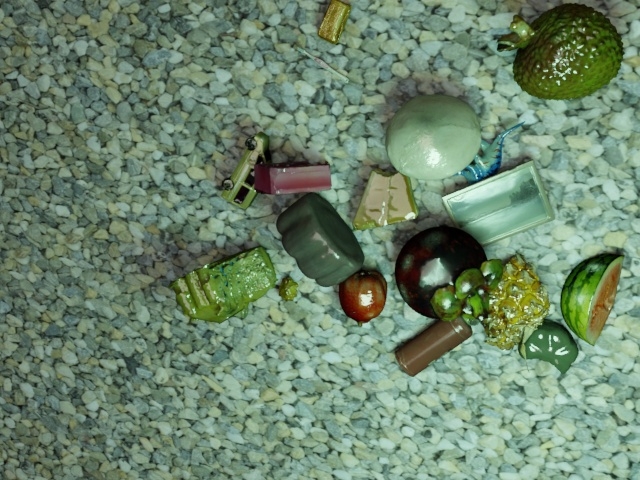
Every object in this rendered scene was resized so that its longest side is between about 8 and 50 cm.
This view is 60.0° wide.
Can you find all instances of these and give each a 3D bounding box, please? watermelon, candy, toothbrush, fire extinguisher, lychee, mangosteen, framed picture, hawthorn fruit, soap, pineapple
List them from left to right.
[{"bbox_3d":[-0.073,-0.205,1.783,0.250,0.162,0.099,-8,100,-27],"label":"soap"},{"bbox_3d":[0.009,-0.570,1.795,0.204,0.022,0.017,35,108,3],"label":"toothbrush"},{"bbox_3d":[0.139,0.189,1.824,0.169,0.169,0.187,5,105,13],"label":"hawthorn fruit"},{"bbox_3d":[0.331,-0.310,1.643,0.296,0.185,0.295,-5,68,12],"label":"candy"},{"bbox_3d":[0.375,0.106,1.677,0.312,0.311,0.310,2,100,13],"label":"mangosteen"},{"bbox_3d":[0.415,0.323,1.812,0.337,0.106,0.147,-39,120,16],"label":"fire extinguisher"},{"bbox_3d":[0.549,-0.100,1.716,0.289,0.016,0.213,-22,110,16],"label":"framed picture"},{"bbox_3d":[0.585,0.213,1.677,0.158,0.161,0.334,26,101,50],"label":"pineapple"},{"bbox_3d":[0.659,-0.514,1.525,0.320,0.270,0.269,31,105,15],"label":"lychee"},{"bbox_3d":[0.805,0.172,1.702,0.128,0.159,0.303,24,106,48],"label":"watermelon"}]

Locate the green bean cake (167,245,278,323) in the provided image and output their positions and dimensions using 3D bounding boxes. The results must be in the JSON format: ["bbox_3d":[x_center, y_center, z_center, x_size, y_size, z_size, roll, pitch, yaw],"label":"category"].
[{"bbox_3d":[-0.303,0.155,1.840,0.285,0.310,0.201,-22,91,18],"label":"green bean cake"}]

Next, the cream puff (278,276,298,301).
[{"bbox_3d":[-0.114,0.171,1.927,0.083,0.058,0.083,-43,86,18],"label":"cream puff"}]

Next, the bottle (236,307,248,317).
[{"bbox_3d":[-0.312,0.247,1.996,0.101,0.047,0.063,8,93,16],"label":"bottle"}]

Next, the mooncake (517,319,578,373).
[{"bbox_3d":[0.711,0.338,1.738,0.175,0.104,0.168,-10,103,18],"label":"mooncake"}]

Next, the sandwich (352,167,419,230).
[{"bbox_3d":[0.187,-0.138,1.779,0.220,0.108,0.185,-14,96,18],"label":"sandwich"}]

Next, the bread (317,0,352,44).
[{"bbox_3d":[0.044,-0.691,1.749,0.074,0.053,0.132,26,104,12],"label":"bread"}]

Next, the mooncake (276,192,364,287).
[{"bbox_3d":[0.000,0.000,1.762,0.154,0.306,0.306,-36,90,22],"label":"mooncake"}]

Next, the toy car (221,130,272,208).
[{"bbox_3d":[-0.230,-0.235,1.866,0.125,0.101,0.256,32,107,-3],"label":"toy car"}]

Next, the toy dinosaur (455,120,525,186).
[{"bbox_3d":[0.492,-0.233,1.707,0.145,0.076,0.328,20,107,0],"label":"toy dinosaur"}]
